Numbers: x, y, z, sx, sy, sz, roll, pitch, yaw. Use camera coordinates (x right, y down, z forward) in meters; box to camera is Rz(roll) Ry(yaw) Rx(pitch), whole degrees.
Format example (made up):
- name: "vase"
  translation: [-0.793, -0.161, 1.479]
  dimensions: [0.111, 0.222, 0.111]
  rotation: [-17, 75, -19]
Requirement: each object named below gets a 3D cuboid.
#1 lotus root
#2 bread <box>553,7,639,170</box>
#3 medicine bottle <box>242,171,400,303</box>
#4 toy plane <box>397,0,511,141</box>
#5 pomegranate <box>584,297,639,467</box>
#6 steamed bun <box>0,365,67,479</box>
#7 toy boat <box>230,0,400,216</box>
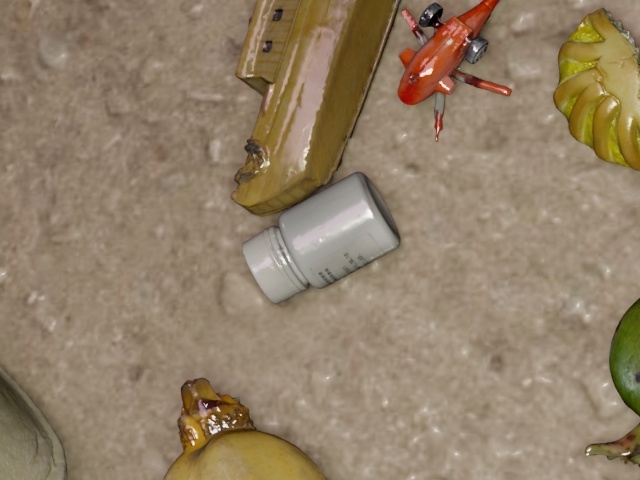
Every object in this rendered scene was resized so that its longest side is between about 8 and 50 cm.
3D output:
- name: "lotus root"
  translation: [-0.047, 0.276, 1.429]
  dimensions: [0.169, 0.151, 0.342]
  rotation: [-33, 65, 21]
- name: "bread"
  translation: [0.254, -0.134, 1.488]
  dimensions: [0.094, 0.083, 0.157]
  rotation: [-12, 72, 28]
- name: "medicine bottle"
  translation: [0.000, 0.000, 1.529]
  dimensions: [0.130, 0.080, 0.080]
  rotation: [-28, 68, 10]
- name: "toy plane"
  translation: [0.146, -0.194, 1.544]
  dimensions: [0.194, 0.077, 0.126]
  rotation: [-30, 76, -2]
- name: "pomegranate"
  translation: [0.299, 0.118, 1.365]
  dimensions: [0.148, 0.148, 0.169]
  rotation: [20, 88, 23]
- name: "steamed bun"
  translation: [-0.386, 0.200, 1.525]
  dimensions: [0.383, 0.236, 0.247]
  rotation: [40, 100, 30]
- name: "toy boat"
  translation: [-0.015, -0.178, 1.583]
  dimensions: [0.121, 0.089, 0.321]
  rotation: [15, 81, 28]
